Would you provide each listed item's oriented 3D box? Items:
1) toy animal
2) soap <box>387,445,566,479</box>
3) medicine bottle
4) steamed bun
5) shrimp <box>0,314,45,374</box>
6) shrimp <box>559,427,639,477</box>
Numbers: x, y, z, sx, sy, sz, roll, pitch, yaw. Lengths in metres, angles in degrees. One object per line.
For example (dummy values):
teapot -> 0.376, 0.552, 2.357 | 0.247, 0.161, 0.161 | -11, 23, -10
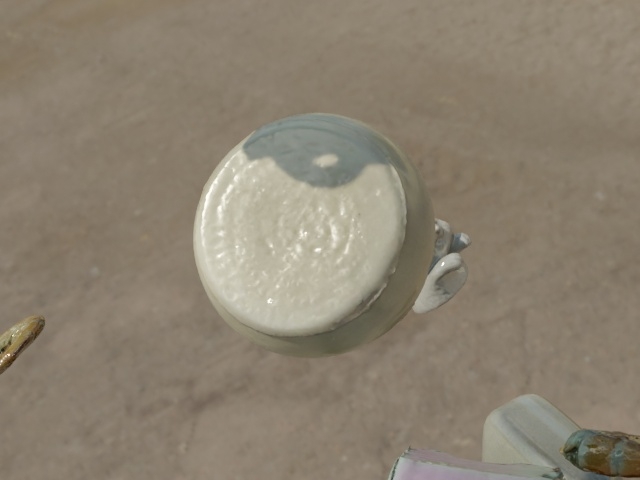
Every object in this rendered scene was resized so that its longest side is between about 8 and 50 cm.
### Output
toy animal -> 0.118, -0.018, 1.908 | 0.131, 0.220, 0.104 | -25, 17, 49
soap -> 0.103, 0.369, 1.278 | 0.156, 0.446, 0.261 | 17, 36, 8
medicine bottle -> 0.351, 0.431, 2.094 | 0.123, 0.375, 0.282 | -21, 37, -20
steamed bun -> 0.000, 0.000, 1.304 | 0.232, 0.231, 0.145 | -20, -18, 11
shrimp -> -0.267, 0.100, 1.138 | 0.108, 0.023, 0.059 | -51, 21, -27
shrimp -> 0.363, 0.229, 1.596 | 0.161, 0.049, 0.166 | 5, 15, 14
